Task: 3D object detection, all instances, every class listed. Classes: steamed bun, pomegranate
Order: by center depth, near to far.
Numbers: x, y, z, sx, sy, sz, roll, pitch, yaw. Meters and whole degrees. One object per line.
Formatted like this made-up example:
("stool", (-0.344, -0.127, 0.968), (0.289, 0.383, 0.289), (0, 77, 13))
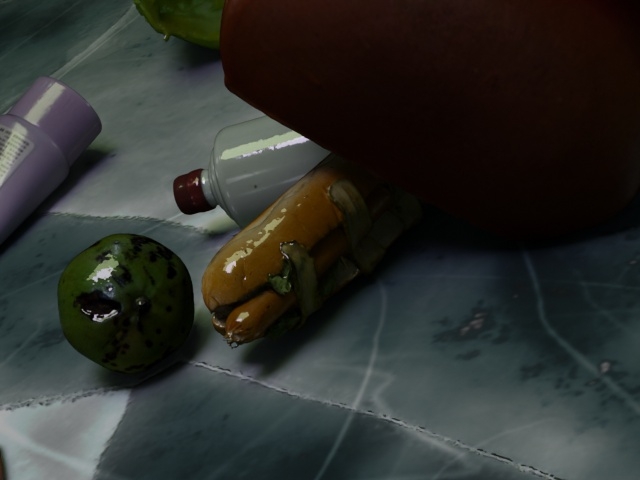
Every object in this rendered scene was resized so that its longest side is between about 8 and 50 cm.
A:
("steamed bun", (0.121, -0.187, 1.449), (0.248, 0.379, 0.235), (-58, 8, 38))
("pomegranate", (-0.175, 0.059, 1.541), (0.122, 0.122, 0.161), (-42, 6, -29))

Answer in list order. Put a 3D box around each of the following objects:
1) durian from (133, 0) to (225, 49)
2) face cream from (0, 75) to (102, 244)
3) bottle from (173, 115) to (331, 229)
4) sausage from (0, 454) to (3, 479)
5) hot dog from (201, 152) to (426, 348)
("durian", (-0.089, -0.345, 2.069), (0.256, 0.204, 0.340), (-7, 21, 2))
("face cream", (-0.349, -0.049, 1.873), (0.154, 0.096, 0.274), (17, 62, 47))
("bottle", (-0.019, -0.072, 1.638), (0.245, 0.104, 0.104), (-15, 30, 14))
("sausage", (-0.284, 0.184, 1.480), (0.034, 0.034, 0.083), (-25, 28, -2))
("hot dog", (0.000, 0.000, 1.499), (0.072, 0.109, 0.269), (19, 51, 41))
